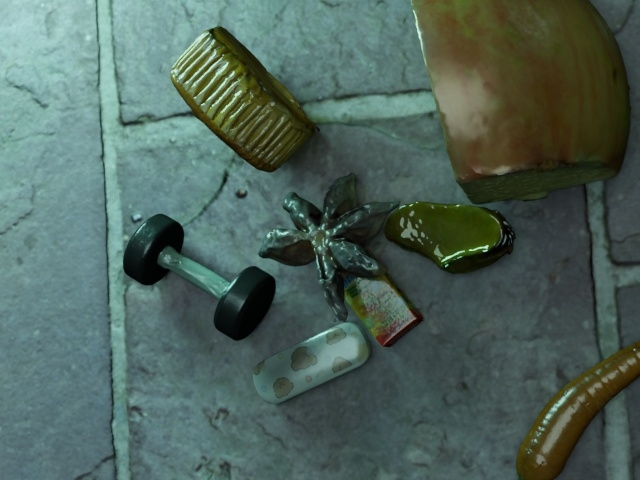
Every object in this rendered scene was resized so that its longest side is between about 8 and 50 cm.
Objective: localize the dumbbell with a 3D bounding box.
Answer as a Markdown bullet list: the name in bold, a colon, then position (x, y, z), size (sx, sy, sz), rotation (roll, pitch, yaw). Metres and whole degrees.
- **dumbbell**: position (-0.162, 0.047, 1.542), size (0.191, 0.100, 0.100), rotation (29, 94, 16)

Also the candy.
- **candy**: position (0.072, 0.075, 1.502), size (0.062, 0.038, 0.122), rotation (-40, 76, 10)

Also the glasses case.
- **glasses case**: position (-0.012, 0.162, 1.518), size (0.164, 0.041, 0.063), rotation (-26, 79, 13)

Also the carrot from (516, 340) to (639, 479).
- **carrot**: position (0.327, 0.195, 1.411), size (0.271, 0.062, 0.066), rotation (-51, 41, 3)

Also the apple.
- **apple**: position (0.220, -0.207, 1.404), size (0.252, 0.314, 0.309), rotation (-20, 77, 57)

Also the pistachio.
- **pistachio**: position (0.168, -0.003, 1.475), size (0.173, 0.049, 0.089), rotation (6, 94, 26)

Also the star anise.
- **star anise**: position (0.012, -0.012, 1.492), size (0.171, 0.063, 0.208), rotation (-51, 49, 0)

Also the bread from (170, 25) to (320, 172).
- **bread**: position (-0.103, -0.179, 1.501), size (0.104, 0.199, 0.199), rotation (-44, 75, 10)
